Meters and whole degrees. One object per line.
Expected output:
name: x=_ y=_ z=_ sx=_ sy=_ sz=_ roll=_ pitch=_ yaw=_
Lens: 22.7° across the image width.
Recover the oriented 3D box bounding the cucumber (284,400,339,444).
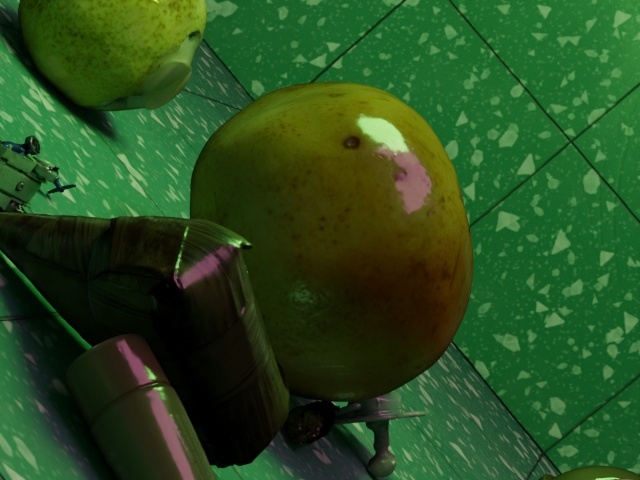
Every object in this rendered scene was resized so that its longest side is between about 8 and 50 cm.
cucumber: x=-0.009 y=0.228 z=2.013 sx=0.053 sy=0.053 sz=0.181 roll=51 pitch=7 yaw=8

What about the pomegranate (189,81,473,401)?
pomegranate: x=0.000 y=0.000 z=2.023 sx=0.417 sy=0.416 sz=0.417 roll=48 pitch=9 yaw=-10

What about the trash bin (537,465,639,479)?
trash bin: x=0.242 y=0.379 z=1.680 sx=0.214 sy=0.334 sz=0.214 roll=49 pitch=7 yaw=-9

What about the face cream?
face cream: x=-0.112 y=0.242 z=1.382 sx=0.341 sy=0.084 sz=0.137 roll=59 pitch=1 yaw=17

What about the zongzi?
zongzi: x=-0.190 y=0.083 z=1.573 sx=0.300 sy=0.138 sz=0.286 roll=10 pitch=-43 yaw=26

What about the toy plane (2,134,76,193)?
toy plane: x=-0.324 y=-0.077 z=1.763 sx=0.167 sy=0.054 sz=0.062 roll=17 pitch=58 yaw=-72

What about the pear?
pear: x=-0.292 y=-0.316 z=2.259 sx=0.271 sy=0.271 sz=0.271 roll=48 pitch=9 yaw=-10

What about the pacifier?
pacifier: x=0.072 y=0.264 z=2.171 sx=0.150 sy=0.126 sz=0.117 roll=0 pitch=85 yaw=-57

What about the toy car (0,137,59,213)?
toy car: x=-0.329 y=-0.070 z=1.617 sx=0.054 sy=0.073 sz=0.143 roll=36 pitch=3 yaw=27
